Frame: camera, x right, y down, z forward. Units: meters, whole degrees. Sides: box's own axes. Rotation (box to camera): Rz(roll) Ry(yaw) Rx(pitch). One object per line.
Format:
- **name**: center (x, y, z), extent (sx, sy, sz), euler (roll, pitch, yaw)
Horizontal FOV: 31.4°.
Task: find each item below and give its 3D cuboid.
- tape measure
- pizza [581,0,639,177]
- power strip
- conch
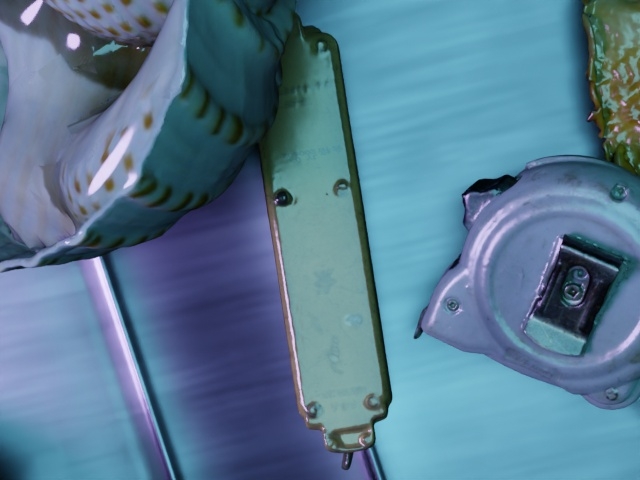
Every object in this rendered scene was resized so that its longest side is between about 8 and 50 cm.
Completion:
- **tape measure**: center (0.231, 0.058, 0.694), extent (0.330, 0.084, 0.164), euler (21, 117, 14)
- **pizza**: center (0.273, -0.061, 0.733), extent (0.297, 0.071, 0.189), euler (34, 109, 7)
- **power strip**: center (0.000, 0.000, 0.763), extent (0.064, 0.044, 0.305), euler (-9, 88, 3)
- **conch**: center (-0.134, -0.129, 0.689), extent (0.319, 0.215, 0.303), euler (-18, 76, 41)
